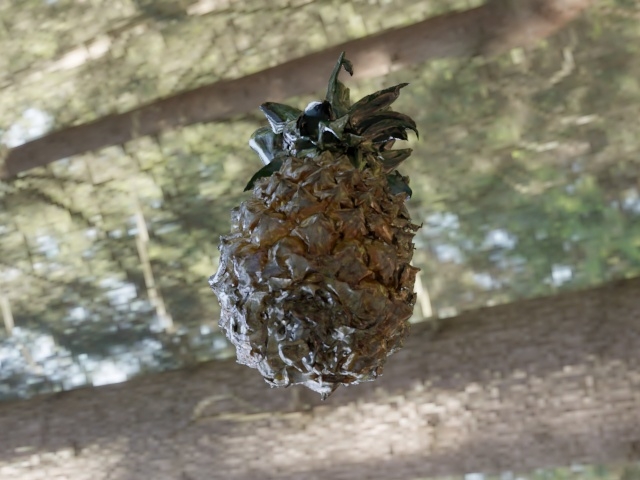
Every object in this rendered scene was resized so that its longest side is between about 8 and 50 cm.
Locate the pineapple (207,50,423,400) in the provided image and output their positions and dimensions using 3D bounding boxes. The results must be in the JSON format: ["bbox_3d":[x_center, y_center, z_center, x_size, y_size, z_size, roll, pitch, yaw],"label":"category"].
[{"bbox_3d":[0.001,0.000,0.677,0.221,0.083,0.103,-80,-7,-65],"label":"pineapple"}]
